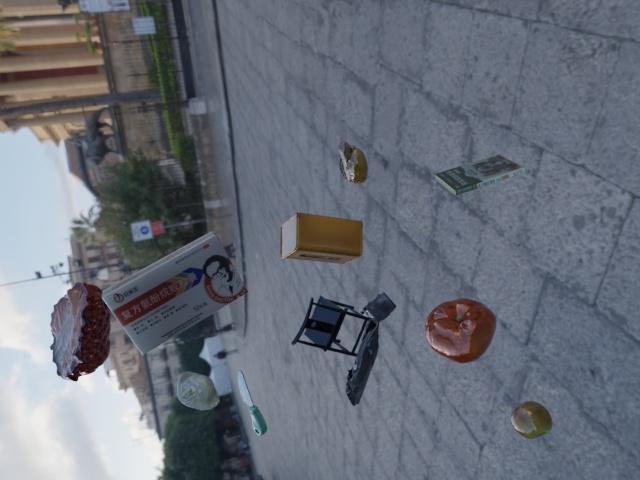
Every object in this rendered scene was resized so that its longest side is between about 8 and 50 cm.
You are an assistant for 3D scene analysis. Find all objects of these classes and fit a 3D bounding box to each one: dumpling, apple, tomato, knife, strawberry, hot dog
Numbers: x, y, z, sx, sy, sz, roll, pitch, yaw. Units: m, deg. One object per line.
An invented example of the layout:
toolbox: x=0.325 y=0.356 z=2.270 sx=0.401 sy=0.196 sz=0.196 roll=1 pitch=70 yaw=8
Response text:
dumpling: x=-0.225 y=0.274 z=0.870 sx=0.076 sy=0.052 sz=0.057 roll=66 pitch=-164 yaw=-3
apple: x=0.466 y=0.397 z=1.051 sx=0.071 sy=0.084 sz=0.084 roll=-124 pitch=26 yaw=-43
tomato: x=0.510 y=0.328 z=1.734 sx=0.260 sy=0.259 sz=0.180 roll=-126 pitch=15 yaw=-58
knife: x=-0.241 y=0.548 z=1.620 sx=0.063 sy=0.034 sz=0.261 roll=-1 pitch=112 yaw=47
strawberry: x=-0.755 y=0.285 z=1.545 sx=0.265 sy=0.149 sz=0.336 roll=48 pitch=119 yaw=35
hot dog: x=0.084 y=-0.208 z=1.280 sx=0.090 sy=0.060 sz=0.140 roll=42 pitch=154 yaw=28

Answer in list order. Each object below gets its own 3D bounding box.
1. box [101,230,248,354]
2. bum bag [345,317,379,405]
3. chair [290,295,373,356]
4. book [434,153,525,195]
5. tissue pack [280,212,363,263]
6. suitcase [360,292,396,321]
box: x=-0.415 y=0.151 z=1.391 sx=0.069 sy=0.353 sz=0.214 roll=28 pitch=147 yaw=63
bum bag: x=0.124 y=0.351 z=1.381 sx=0.248 sy=0.060 sz=0.123 roll=-61 pitch=-24 yaw=-30
chair: x=0.018 y=0.265 z=1.508 sx=0.141 sy=0.260 sz=0.155 roll=23 pitch=91 yaw=56
book: x=0.584 y=-0.247 z=1.766 sx=0.202 sy=0.264 sz=0.027 roll=-109 pitch=1 yaw=-64
tissue pack: x=0.000 y=0.000 z=1.842 sx=0.194 sy=0.274 sz=0.145 roll=151 pitch=123 yaw=-64
suitcase: x=0.222 y=0.262 z=1.818 sx=0.086 sy=0.126 sz=0.059 roll=49 pitch=156 yaw=15
